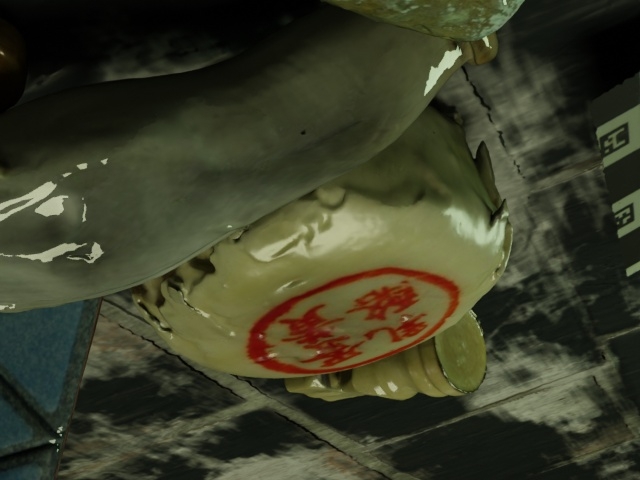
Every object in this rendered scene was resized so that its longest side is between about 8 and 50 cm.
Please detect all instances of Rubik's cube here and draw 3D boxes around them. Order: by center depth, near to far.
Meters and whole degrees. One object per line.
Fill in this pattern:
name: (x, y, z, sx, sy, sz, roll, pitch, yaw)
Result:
Rubik's cube: (-0.216, 0.048, 0.786, 0.228, 0.229, 0.233, 12, -138, 46)

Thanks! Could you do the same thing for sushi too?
sushi: (0.270, -0.095, 0.841, 0.192, 0.050, 0.215, -32, 142, -1)

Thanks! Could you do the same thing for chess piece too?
chess piece: (0.058, 0.125, 1.172, 0.200, 0.090, 0.090, -19, 157, 37)

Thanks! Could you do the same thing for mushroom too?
mushroom: (-0.061, -0.054, 0.642, 0.351, 0.097, 0.109, -24, 124, -15)

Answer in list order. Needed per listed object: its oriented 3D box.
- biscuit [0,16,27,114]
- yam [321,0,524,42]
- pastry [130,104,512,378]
biscuit: (-0.301, -0.041, 0.643, 0.319, 0.047, 0.183, -29, 142, 17)
yam: (0.023, -0.153, 0.531, 0.194, 0.107, 0.107, 11, 145, -43)
pastry: (-0.002, 0.001, 0.814, 0.264, 0.133, 0.265, -9, 151, -5)
